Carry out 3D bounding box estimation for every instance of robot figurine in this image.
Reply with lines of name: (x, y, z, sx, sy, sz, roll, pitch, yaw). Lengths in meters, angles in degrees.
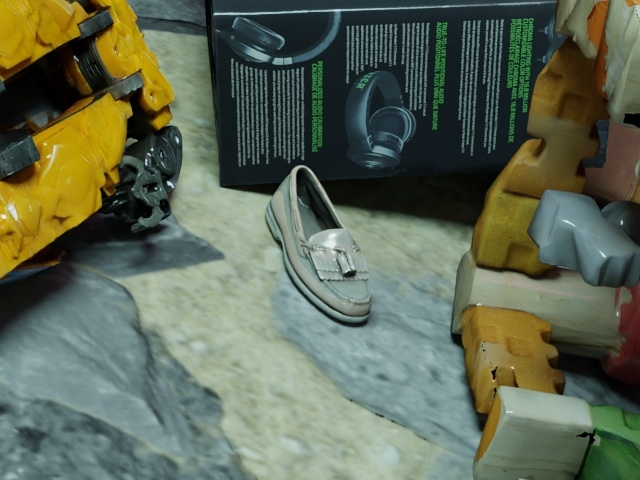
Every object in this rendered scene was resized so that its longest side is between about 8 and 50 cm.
robot figurine: (-0.173, -0.080, 0.994, 0.211, 0.085, 0.291, 65, 22, -10)

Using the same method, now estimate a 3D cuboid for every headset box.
headset box: (0.062, -0.159, 1.220, 0.283, 0.131, 0.246, -2, 33, -4)

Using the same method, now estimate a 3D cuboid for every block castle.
block castle: (0.218, 0.055, 0.880, 0.213, 0.303, 0.453, 11, 30, -8)

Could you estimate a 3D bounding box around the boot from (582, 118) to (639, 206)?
boot: (0.285, -0.070, 1.342, 0.280, 0.096, 0.264, 28, 27, 8)

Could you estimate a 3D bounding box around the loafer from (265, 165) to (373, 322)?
loafer: (0.000, 0.000, 1.086, 0.045, 0.039, 0.125, 4, 34, -30)
